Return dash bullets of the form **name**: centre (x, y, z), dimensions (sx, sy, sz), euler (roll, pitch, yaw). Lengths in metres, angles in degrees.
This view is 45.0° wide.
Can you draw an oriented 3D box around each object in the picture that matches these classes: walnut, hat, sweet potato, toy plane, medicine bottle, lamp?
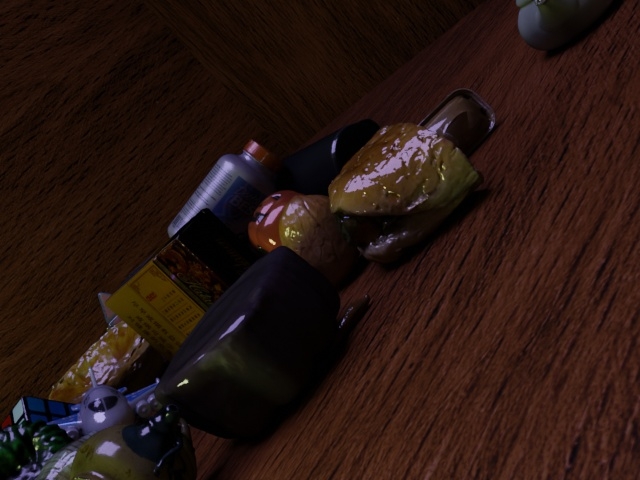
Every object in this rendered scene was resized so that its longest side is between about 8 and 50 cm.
- **walnut**: centre (0.000, 0.000, 1.397), dimensions (0.144, 0.180, 0.144), euler (-25, -3, -1)
- **hat**: centre (-0.583, 0.527, 1.514), dimensions (0.274, 0.242, 0.332), euler (-44, -17, -36)
- **sweet potato**: centre (0.040, 0.123, 1.159), dimensions (0.115, 0.026, 0.026), euler (-53, 14, -30)
- **toy plane**: centre (-0.471, 0.366, 1.679), dimensions (0.267, 0.122, 0.267), euler (-12, 15, 3)
- **medicine bottle**: centre (-0.203, -0.088, 1.749), dimensions (0.288, 0.157, 0.157), euler (-52, 10, 3)
- **lamp**: centre (-0.048, -0.016, 1.569), dimensions (0.164, 0.188, 0.188), euler (-49, 12, -14)

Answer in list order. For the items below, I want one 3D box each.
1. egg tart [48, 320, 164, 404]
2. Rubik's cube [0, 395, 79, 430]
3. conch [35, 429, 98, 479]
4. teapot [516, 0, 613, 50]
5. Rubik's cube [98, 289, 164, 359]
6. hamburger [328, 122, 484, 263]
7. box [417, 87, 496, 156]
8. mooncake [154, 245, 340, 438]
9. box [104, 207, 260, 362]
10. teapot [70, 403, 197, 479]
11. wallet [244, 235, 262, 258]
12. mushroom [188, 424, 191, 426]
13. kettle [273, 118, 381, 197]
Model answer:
- **egg tart**: centre (-0.536, 0.357, 2.001), dimensions (0.388, 0.169, 0.388), euler (-38, 17, 14)
- **Rubik's cube**: centre (-0.617, 0.462, 1.723), dimensions (0.163, 0.161, 0.162), euler (-49, 45, 18)
- **conch**: centre (-0.389, 0.426, 1.201), dimensions (0.386, 0.169, 0.203), euler (-32, 39, -32)
- **teapot**: centre (0.516, -0.518, 1.516), dimensions (0.318, 0.149, 0.220), euler (-45, 12, 2)
- **Rubik's cube**: centre (-0.509, 0.282, 2.258), dimensions (0.229, 0.228, 0.233), euler (21, 103, 38)
- **hamburger**: centre (0.108, -0.070, 1.278), dimensions (0.209, 0.162, 0.330), euler (-45, 15, -12)
- **box**: centre (0.240, -0.198, 1.444), dimensions (0.177, 0.111, 0.111), euler (-45, 11, -5)
- **mooncake**: centre (-0.100, 0.156, 1.166), dimensions (0.306, 0.154, 0.306), euler (-48, 10, 12)
- **box**: centre (-0.272, 0.123, 1.676), dimensions (0.415, 0.264, 0.115), euler (-35, 13, 48)
- **teapot**: centre (-0.241, 0.328, 1.060), dimensions (0.182, 0.173, 0.269), euler (-38, -27, -51)
- **wallet**: centre (-0.165, 0.061, 1.830), dimensions (0.231, 0.069, 0.170), euler (-67, -16, -52)
- **mushroom**: centre (-0.145, 0.221, 1.447), dimensions (0.306, 0.043, 0.068), euler (-48, -14, -11)
- **kettle**: centre (0.003, -0.117, 1.762), dimensions (0.262, 0.203, 0.308), euler (-48, 14, -33)
